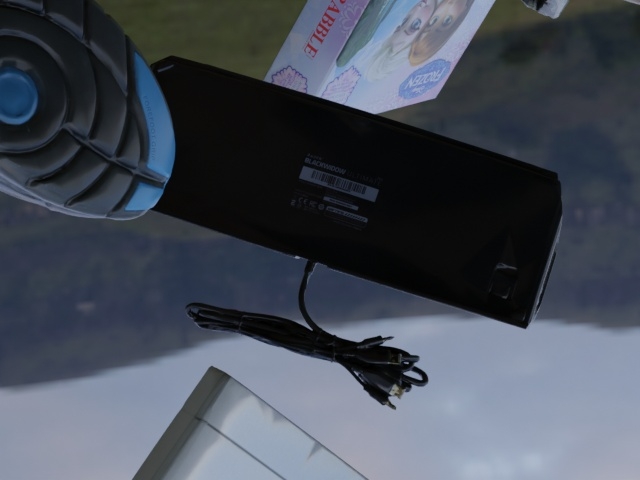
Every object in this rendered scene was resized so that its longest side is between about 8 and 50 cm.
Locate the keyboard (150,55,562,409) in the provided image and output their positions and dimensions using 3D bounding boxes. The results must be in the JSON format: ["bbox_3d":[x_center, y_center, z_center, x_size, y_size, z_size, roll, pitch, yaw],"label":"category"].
[{"bbox_3d":[0.000,0.000,1.291,0.317,0.202,0.033,18,160,7],"label":"keyboard"}]

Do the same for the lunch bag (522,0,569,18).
[{"bbox_3d":[0.147,-0.302,1.153,0.287,0.235,0.169,39,176,-40],"label":"lunch bag"}]

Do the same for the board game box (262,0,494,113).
[{"bbox_3d":[0.102,-0.273,1.974,0.066,0.318,0.318,41,-150,18],"label":"board game box"}]

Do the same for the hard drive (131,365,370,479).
[{"bbox_3d":[-0.083,0.290,1.201,0.233,0.353,0.047,40,169,-28],"label":"hard drive"}]

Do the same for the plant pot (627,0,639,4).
[{"bbox_3d":[0.241,-0.204,0.958,0.237,0.110,0.237,1,166,0],"label":"plant pot"}]

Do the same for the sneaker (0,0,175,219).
[{"bbox_3d":[-0.243,-0.114,1.104,0.340,0.125,0.139,30,156,-22],"label":"sneaker"}]
